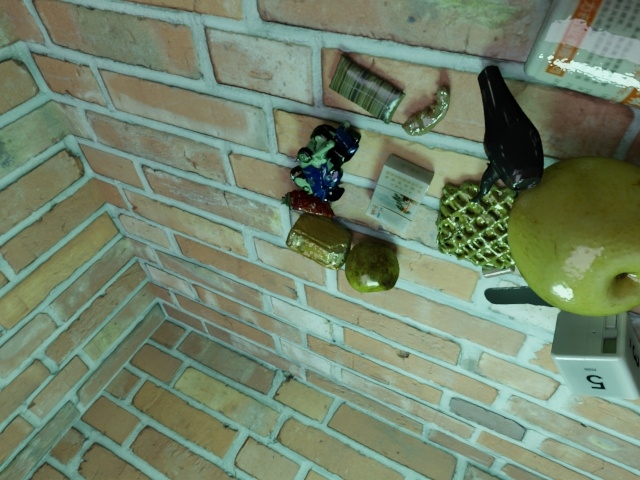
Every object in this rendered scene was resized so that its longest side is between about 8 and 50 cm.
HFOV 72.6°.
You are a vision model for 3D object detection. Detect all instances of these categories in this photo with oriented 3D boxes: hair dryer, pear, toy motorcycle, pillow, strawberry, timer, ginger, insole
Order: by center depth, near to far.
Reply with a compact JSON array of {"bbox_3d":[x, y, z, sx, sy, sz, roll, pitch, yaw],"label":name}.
[{"bbox_3d":[0.592,-0.013,0.960,0.348,0.348,0.348,21,141,18],"label":"pear"},{"bbox_3d":[0.411,-0.206,1.069,0.120,0.304,0.359,-11,156,-2],"label":"hair dryer"},{"bbox_3d":[0.287,-0.331,1.146,0.069,0.051,0.173,35,139,-9],"label":"ginger"},{"bbox_3d":[0.123,-0.408,1.189,0.203,0.038,0.113,32,143,3],"label":"pillow"},{"bbox_3d":[0.845,0.343,1.332,0.194,0.192,0.195,-11,124,44],"label":"timer"},{"bbox_3d":[0.018,-0.235,1.401,0.196,0.125,0.331,35,147,-4],"label":"toy motorcycle"},{"bbox_3d":[0.698,0.183,1.425,0.322,0.007,0.109,-7,125,42],"label":"insole"},{"bbox_3d":[-0.046,-0.136,1.562,0.192,0.085,0.140,15,-177,38],"label":"strawberry"},{"bbox_3d":[0.185,0.093,1.579,0.197,0.197,0.197,21,141,18],"label":"pear"}]

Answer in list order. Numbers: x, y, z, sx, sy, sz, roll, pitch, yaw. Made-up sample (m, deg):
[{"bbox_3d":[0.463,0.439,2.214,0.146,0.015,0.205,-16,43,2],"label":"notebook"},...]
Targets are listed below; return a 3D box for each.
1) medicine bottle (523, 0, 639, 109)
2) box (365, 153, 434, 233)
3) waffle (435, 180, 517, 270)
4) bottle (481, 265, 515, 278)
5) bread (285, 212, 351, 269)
[{"bbox_3d":[0.582,-0.344,0.766,0.371,0.211,0.211,24,142,15],"label":"medicine bottle"},{"bbox_3d":[0.243,-0.141,1.367,0.149,0.067,0.233,28,143,10],"label":"box"},{"bbox_3d":[0.484,-0.036,1.291,0.297,0.073,0.317,12,136,26],"label":"waffle"},{"bbox_3d":[0.569,0.092,1.393,0.096,0.045,0.045,-21,116,46],"label":"bottle"},{"bbox_3d":[0.000,0.000,1.620,0.245,0.174,0.121,27,144,4],"label":"bread"}]
